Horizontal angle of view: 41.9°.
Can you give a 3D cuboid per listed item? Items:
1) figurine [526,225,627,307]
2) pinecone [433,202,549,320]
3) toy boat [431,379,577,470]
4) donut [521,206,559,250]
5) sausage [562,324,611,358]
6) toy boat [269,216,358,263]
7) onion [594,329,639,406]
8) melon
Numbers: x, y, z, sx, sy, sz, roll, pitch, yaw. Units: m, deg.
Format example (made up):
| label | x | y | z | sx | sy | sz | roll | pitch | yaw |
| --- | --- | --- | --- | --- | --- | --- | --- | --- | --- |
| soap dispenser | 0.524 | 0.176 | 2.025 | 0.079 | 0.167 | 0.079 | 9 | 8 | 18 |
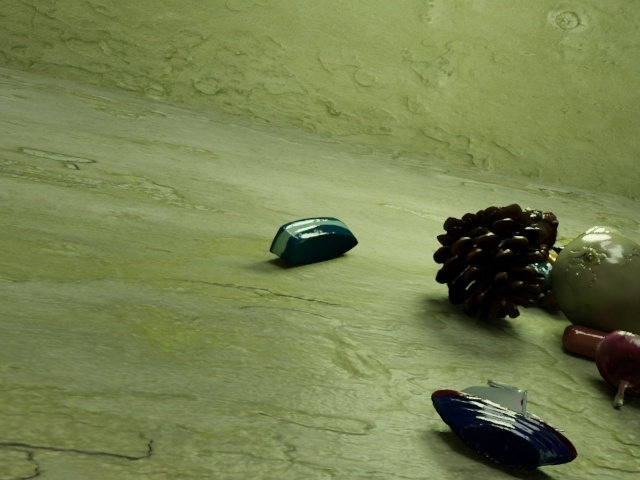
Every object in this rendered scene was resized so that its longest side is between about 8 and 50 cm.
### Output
| label | x | y | z | sx | sy | sz | roll | pitch | yaw |
| --- | --- | --- | --- | --- | --- | --- | --- | --- | --- |
| figurine | 0.619 | 0.060 | 2.025 | 0.332 | 0.204 | 0.185 | 6 | 22 | -25 |
| pinecone | 0.368 | 0.053 | 1.792 | 0.264 | 0.264 | 0.264 | 13 | 17 | -4 |
| toy boat | 0.276 | 0.266 | 1.340 | 0.219 | 0.072 | 0.318 | 15 | 14 | -9 |
| donut | 0.479 | -0.006 | 2.129 | 0.270 | 0.103 | 0.269 | -5 | -12 | -1 |
| sausage | 0.583 | 0.218 | 1.739 | 0.154 | 0.062 | 0.062 | 15 | 17 | 3 |
| toy boat | 0.000 | 0.000 | 1.902 | 0.062 | 0.096 | 0.299 | 36 | 23 | 26 |
| onion | 0.572 | 0.253 | 1.563 | 0.150 | 0.150 | 0.140 | 27 | 60 | 34 |
| melon | 0.628 | 0.104 | 1.818 | 0.223 | 0.223 | 0.317 | 32 | -2 | 44 |
